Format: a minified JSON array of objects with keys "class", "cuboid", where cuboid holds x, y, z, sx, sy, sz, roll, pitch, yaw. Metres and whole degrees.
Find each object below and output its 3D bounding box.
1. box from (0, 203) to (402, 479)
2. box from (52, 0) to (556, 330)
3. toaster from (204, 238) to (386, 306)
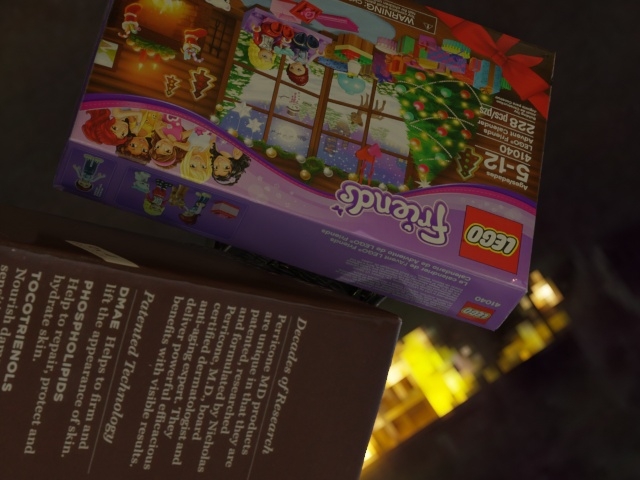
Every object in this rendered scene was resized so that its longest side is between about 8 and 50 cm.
[{"class":"box","cuboid":[-0.157,0.058,1.075,0.381,0.143,0.191,15,-177,-45]},{"class":"box","cuboid":[-0.002,-0.079,1.204,0.057,0.293,0.201,121,-16,-53]},{"class":"toaster","cuboid":[0.000,0.000,1.875,0.168,0.186,0.110,-44,-154,28]}]
